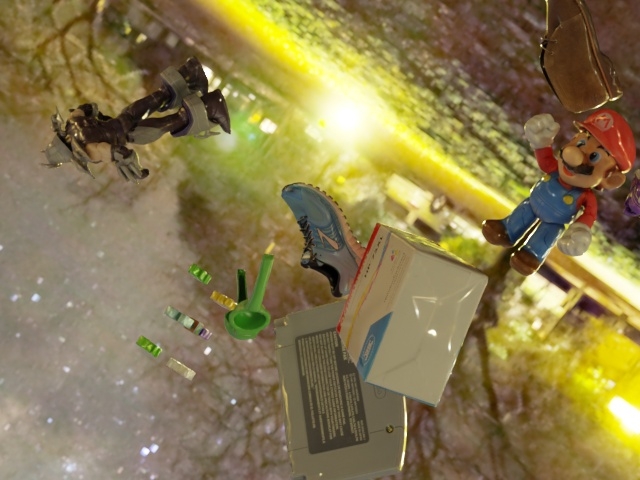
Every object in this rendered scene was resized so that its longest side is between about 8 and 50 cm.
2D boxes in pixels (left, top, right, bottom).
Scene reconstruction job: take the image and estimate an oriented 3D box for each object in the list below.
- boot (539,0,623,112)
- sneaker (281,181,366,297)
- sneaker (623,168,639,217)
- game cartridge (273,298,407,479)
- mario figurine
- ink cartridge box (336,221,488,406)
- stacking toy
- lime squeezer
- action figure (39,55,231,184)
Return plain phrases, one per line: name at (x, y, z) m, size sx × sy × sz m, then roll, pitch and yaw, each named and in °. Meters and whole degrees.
boot at (0.450, -0.380, 1.569) m, size 0.305 × 0.115 × 0.112 m, roll 62°, pitch -164°, yaw -12°
sneaker at (0.000, 0.000, 1.045) m, size 0.162 × 0.073 × 0.063 m, roll 54°, pitch 158°, yaw 0°
sneaker at (0.511, -0.071, 1.346) m, size 0.068 × 0.071 × 0.170 m, roll 42°, pitch -163°, yaw 16°
game cartridge at (0.034, 0.241, 1.357) m, size 0.062 × 0.198 × 0.297 m, roll 66°, pitch -167°, yaw -59°
mario figurine at (0.410, -0.095, 1.477) m, size 0.198 × 0.320 × 0.170 m, roll 33°, pitch -155°, yaw -3°
ink cartridge box at (0.081, 0.063, 0.870) m, size 0.078 × 0.134 × 0.231 m, roll 20°, pitch -175°, yaw -10°
stacking toy at (-0.237, 0.144, 1.494) m, size 0.052 × 0.167 × 0.221 m, roll 26°, pitch 166°, yaw 22°
lime squeezer at (-0.095, 0.087, 1.189) m, size 0.059 × 0.109 × 0.310 m, roll 23°, pitch 170°, yaw -8°
action figure at (-0.283, -0.166, 1.261) m, size 0.185 × 0.285 × 0.099 m, roll 53°, pitch 159°, yaw 30°
